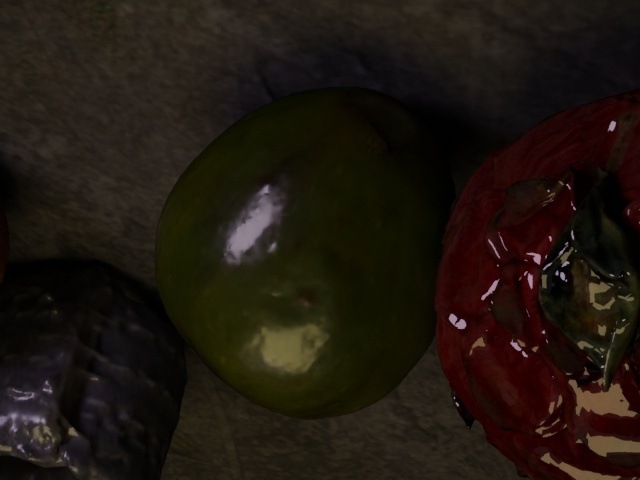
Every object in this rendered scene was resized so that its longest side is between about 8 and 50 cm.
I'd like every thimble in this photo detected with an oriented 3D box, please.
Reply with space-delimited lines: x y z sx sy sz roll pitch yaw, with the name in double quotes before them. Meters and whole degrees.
"thimble" -0.218 0.130 1.226 0.205 0.172 0.236 26 149 -19

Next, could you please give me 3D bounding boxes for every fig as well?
"fig" 0.000 0.000 0.919 0.181 0.181 0.191 20 124 -6

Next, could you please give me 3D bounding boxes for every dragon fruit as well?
"dragon fruit" 0.177 0.027 0.837 0.244 0.244 0.299 20 169 -5

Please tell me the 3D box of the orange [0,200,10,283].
"orange" -0.316 0.001 1.079 0.193 0.161 0.193 13 152 7
